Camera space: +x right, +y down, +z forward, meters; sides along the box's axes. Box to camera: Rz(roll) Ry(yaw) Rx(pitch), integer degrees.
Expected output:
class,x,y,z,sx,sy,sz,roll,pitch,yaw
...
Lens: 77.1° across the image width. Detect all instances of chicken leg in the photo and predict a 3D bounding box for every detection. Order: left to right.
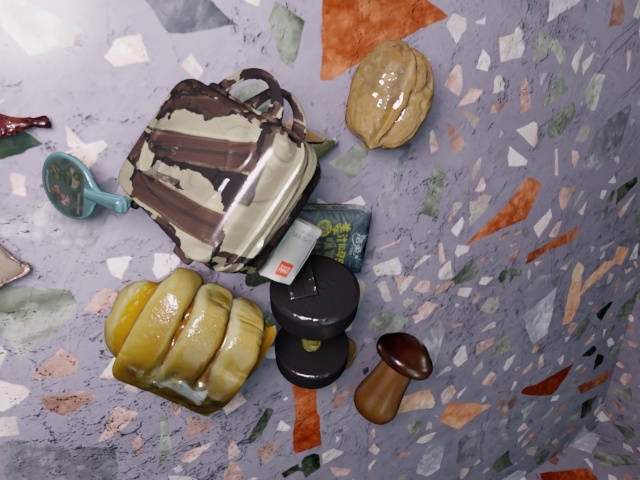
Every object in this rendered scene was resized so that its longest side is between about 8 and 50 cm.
class,x,y,z,sx,sy,sz,roll,pitch,yaw
chicken leg,-0.576,-0.211,0.665,0.205,0.053,0.093,25,84,-38

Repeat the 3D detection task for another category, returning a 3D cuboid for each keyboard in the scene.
class,x,y,z,sx,sy,sz,roll,pitch,yaw
keyboard,-0.055,0.034,0.896,0.064,0.198,0.010,-10,157,-9

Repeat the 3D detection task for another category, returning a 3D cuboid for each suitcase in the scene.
class,x,y,z,sx,sy,sz,roll,pitch,yaw
suitcase,-0.164,-0.141,0.734,0.339,0.351,0.194,-56,149,3

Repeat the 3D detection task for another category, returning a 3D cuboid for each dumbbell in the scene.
class,x,y,z,sx,sy,sz,roll,pitch,yaw
dumbbell,-0.018,0.210,1.002,0.204,0.203,0.322,-18,139,-20

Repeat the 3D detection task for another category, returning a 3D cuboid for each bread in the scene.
class,x,y,z,sx,sy,sz,roll,pitch,yaw
bread,-0.300,0.229,0.874,0.341,0.210,0.300,39,110,-21

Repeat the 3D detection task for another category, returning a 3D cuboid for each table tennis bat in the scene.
class,x,y,z,sx,sy,sz,roll,pitch,yaw
table tennis bat,-0.428,-0.090,0.729,0.033,0.201,0.124,-39,143,-60

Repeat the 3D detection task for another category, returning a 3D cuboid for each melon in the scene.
class,x,y,z,sx,sy,sz,roll,pitch,yaw
melon,-0.050,-0.210,0.934,0.202,0.093,0.139,-16,152,-53

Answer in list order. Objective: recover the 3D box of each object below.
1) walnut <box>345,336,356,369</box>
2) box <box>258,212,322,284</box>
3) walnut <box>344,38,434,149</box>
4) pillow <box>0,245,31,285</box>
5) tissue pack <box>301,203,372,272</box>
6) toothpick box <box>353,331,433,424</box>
class,x,y,z,sx,sy,sz,roll,pitch,yaw
walnut,0.053,0.339,1.212,0.124,0.105,0.105,-30,122,-14
box,-0.111,-0.030,0.856,0.079,0.269,0.135,24,101,-37
walnut,0.157,-0.324,0.918,0.198,0.198,0.245,15,100,-32
pillow,-0.677,-0.002,0.690,0.173,0.067,0.270,-34,124,-16
tissue pack,0.000,0.000,1.042,0.257,0.081,0.185,-1,113,-27
toothpick box,0.231,0.440,1.307,0.192,0.192,0.294,16,110,-32
